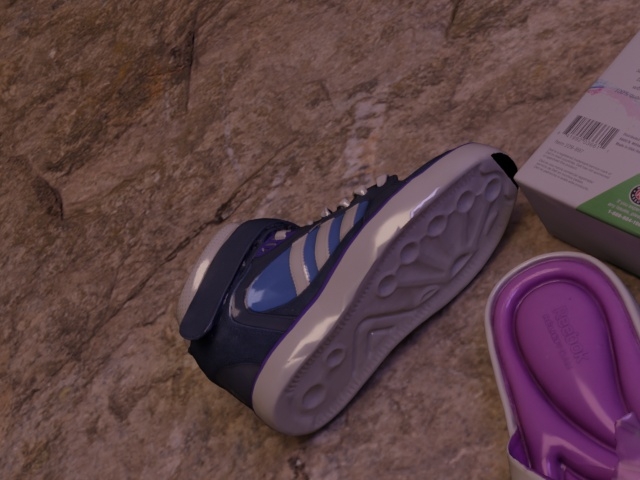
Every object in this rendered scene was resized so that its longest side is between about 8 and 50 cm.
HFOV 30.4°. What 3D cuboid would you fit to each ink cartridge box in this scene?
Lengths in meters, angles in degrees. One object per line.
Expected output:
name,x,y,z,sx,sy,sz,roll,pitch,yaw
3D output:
ink cartridge box,0.291,-0.080,0.966,0.212,0.093,0.154,-50,43,-9

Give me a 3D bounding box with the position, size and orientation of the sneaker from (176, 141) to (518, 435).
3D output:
sneaker,0.000,0.001,1.082,0.323,0.130,0.236,-49,46,-2

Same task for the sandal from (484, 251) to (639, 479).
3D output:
sandal,0.203,0.152,0.819,0.169,0.102,0.416,-34,42,8
